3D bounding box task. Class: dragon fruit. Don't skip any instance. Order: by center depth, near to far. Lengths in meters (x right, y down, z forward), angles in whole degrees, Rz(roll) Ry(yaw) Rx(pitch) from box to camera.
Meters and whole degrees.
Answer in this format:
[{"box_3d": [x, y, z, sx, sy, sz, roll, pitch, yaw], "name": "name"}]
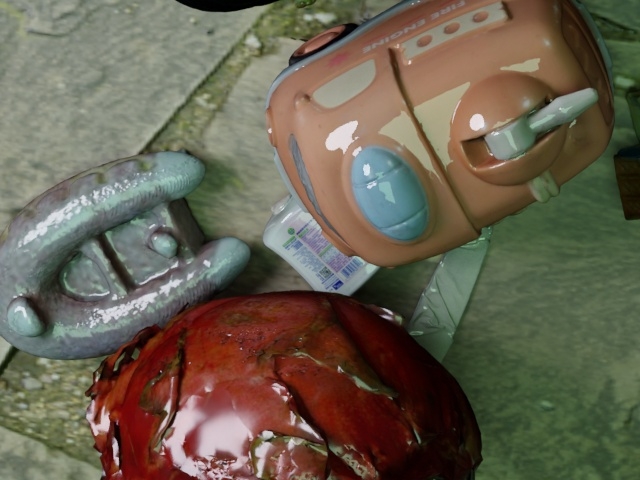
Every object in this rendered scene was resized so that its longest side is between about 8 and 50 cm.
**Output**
[{"box_3d": [-0.027, 0.177, 1.312, 0.302, 0.295, 0.295, 16, 119, 42], "name": "dragon fruit"}]

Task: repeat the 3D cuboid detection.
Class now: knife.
[{"box_3d": [0.080, 0.108, 1.435, 0.047, 0.017, 0.298, 22, 108, -7], "name": "knife"}]

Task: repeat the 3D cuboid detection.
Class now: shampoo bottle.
[{"box_3d": [0.000, 0.000, 1.383, 0.099, 0.043, 0.072, 43, 106, -12], "name": "shampoo bottle"}]

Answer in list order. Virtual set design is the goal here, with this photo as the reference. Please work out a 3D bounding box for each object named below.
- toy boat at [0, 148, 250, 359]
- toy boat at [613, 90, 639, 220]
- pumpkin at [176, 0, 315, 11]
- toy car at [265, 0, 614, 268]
[{"box_3d": [-0.178, 0.023, 1.383, 0.227, 0.085, 0.155, -24, 109, 13], "name": "toy boat"}, {"box_3d": [0.273, -0.036, 1.338, 0.066, 0.065, 0.172, -14, 105, -5], "name": "toy boat"}, {"box_3d": [-0.034, -0.236, 1.211, 0.202, 0.202, 0.140, -17, 92, 10], "name": "pumpkin"}, {"box_3d": [0.091, -0.084, 1.249, 0.270, 0.212, 0.180, -26, 108, 11], "name": "toy car"}]
